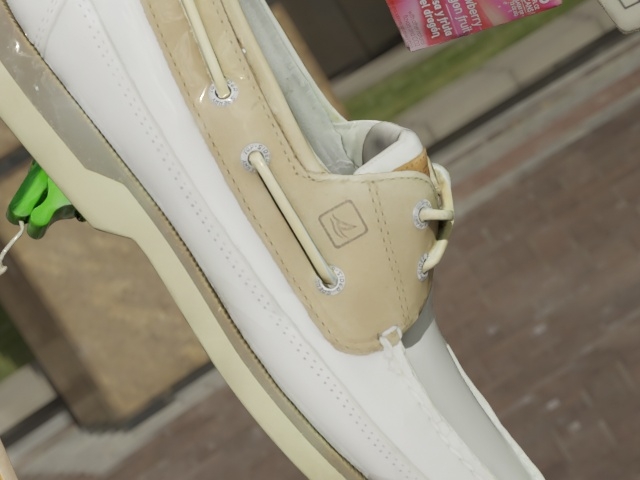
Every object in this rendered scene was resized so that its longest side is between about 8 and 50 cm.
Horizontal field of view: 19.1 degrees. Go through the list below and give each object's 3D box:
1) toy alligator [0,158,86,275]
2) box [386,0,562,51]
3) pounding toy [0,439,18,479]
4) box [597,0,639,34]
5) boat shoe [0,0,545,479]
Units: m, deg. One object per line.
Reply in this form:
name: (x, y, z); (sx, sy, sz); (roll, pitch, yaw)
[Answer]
toy alligator: (-0.143, -0.037, 1.093); (0.056, 0.051, 0.190); (124, 167, -63)
box: (0.073, -0.270, 1.303); (0.122, 0.257, 0.128); (-16, 49, 11)
pounding toy: (-0.208, 0.085, 0.897); (0.094, 0.206, 0.181); (-42, -32, 21)
box: (0.184, -0.211, 0.752); (0.232, 0.148, 0.127); (-24, 30, 34)
boat shoe: (0.000, 0.000, 0.700); (0.103, 0.302, 0.113); (-39, 16, 10)
